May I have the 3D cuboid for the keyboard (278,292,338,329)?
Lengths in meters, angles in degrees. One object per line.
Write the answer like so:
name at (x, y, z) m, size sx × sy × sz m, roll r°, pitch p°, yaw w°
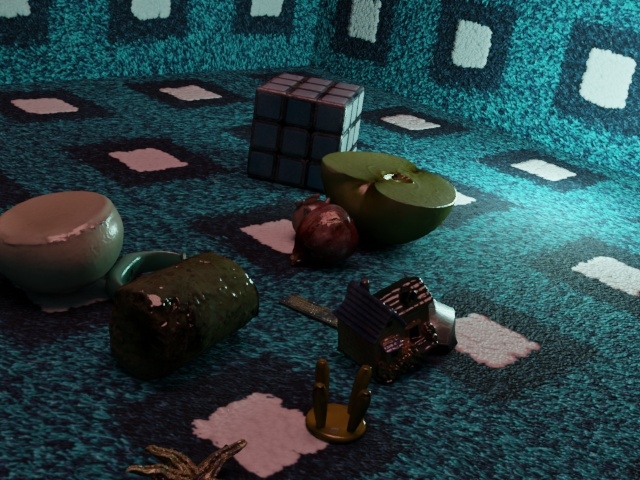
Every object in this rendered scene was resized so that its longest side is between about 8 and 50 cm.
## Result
keyboard at (-0.010, 0.161, 1.962) m, size 0.176 × 0.014 × 0.055 m, roll 21°, pitch 29°, yaw 29°

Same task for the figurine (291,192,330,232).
figurine at (-0.016, -0.054, 2.335) m, size 0.125 × 0.138 × 0.125 m, roll -23°, pitch -3°, yaw -1°

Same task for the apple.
apple at (0.199, -0.145, 2.429) m, size 0.312 × 0.320 × 0.360 m, roll -24°, pitch -5°, yaw 35°

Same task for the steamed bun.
steamed bun at (-0.567, 0.017, 1.889) m, size 0.283 × 0.177 × 0.283 m, roll -5°, pitch 26°, yaw 2°

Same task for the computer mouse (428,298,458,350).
computer mouse at (0.252, 0.174, 1.947) m, size 0.126 × 0.071 × 0.231 m, roll 10°, pitch 22°, yaw 4°

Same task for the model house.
model house at (0.140, 0.157, 1.771) m, size 0.183 × 0.172 × 0.166 m, roll -24°, pitch 34°, yaw -29°

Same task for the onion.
onion at (0.000, 0.000, 2.203) m, size 0.195 × 0.159 × 0.159 m, roll -33°, pitch 37°, yaw -15°

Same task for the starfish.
starfish at (-0.194, 0.373, 1.334) m, size 0.208 × 0.053 × 0.176 m, roll 4°, pitch 23°, yaw -2°

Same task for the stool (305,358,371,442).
stool at (0.033, 0.287, 1.547) m, size 0.134 × 0.110 × 0.135 m, roll -11°, pitch 31°, yaw -41°

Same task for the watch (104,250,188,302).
watch at (-0.369, 0.089, 1.935) m, size 0.195 × 0.068 × 0.237 m, roll 12°, pitch 24°, yaw 5°

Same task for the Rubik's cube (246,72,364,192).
Rubik's cube at (-0.046, -0.358, 2.813) m, size 0.305 × 0.301 × 0.303 m, roll 11°, pitch 23°, yaw 9°

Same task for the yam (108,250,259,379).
yam at (-0.274, 0.138, 1.698) m, size 0.195 × 0.195 × 0.300 m, roll 19°, pitch 24°, yaw 24°
